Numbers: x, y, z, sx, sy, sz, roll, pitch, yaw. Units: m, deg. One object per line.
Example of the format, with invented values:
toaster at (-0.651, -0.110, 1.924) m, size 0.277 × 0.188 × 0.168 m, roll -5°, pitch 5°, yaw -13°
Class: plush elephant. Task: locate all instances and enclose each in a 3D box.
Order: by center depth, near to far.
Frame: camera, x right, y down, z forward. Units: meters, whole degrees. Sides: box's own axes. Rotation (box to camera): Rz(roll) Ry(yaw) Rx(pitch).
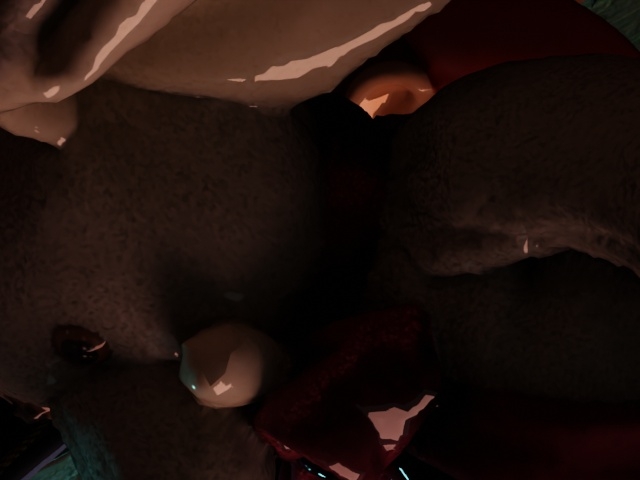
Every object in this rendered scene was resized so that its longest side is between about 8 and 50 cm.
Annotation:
plush elephant at (0.010, 0.026, 0.478) m, size 0.255 × 0.330 × 0.272 m, roll -6°, pitch 161°, yaw -15°

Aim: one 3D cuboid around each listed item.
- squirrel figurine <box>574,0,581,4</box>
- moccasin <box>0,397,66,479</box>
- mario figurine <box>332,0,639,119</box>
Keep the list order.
squirrel figurine at (0.052, 0.044, 1.096) m, size 0.397 × 0.281 × 0.370 m, roll -16°, pitch -161°, yaw 9°
moccasin at (-0.188, 0.082, 0.541) m, size 0.116 × 0.138 × 0.342 m, roll 8°, pitch -145°, yaw 32°
mario figurine at (0.000, 0.000, 0.788) m, size 0.320 × 0.170 × 0.198 m, roll -20°, pitch -141°, yaw 25°
